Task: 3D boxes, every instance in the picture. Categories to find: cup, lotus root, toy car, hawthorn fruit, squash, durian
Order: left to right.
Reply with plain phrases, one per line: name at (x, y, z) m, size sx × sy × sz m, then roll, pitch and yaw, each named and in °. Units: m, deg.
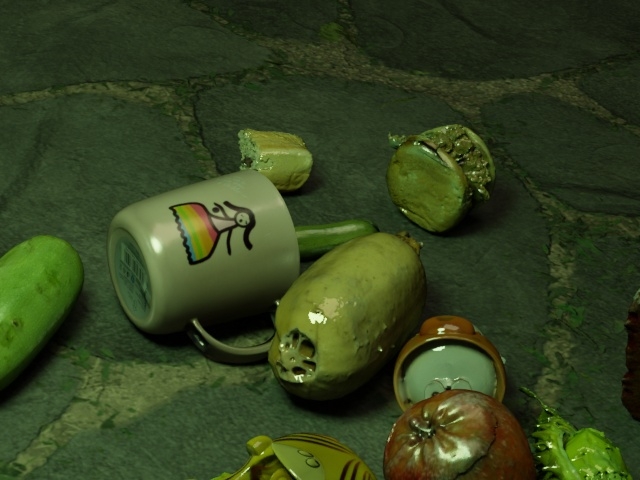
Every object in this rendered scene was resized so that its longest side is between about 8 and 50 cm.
squash at (-0.393, 0.109, 1.942) m, size 0.118 × 0.118 × 0.370 m, roll 15°, pitch 33°, yaw 10°
cup at (-0.147, 0.048, 2.065) m, size 0.200 × 0.191 × 0.253 m, roll -16°, pitch 71°, yaw -29°
toy car at (-0.044, 0.289, 1.696) m, size 0.248 × 0.142 × 0.200 m, roll -21°, pitch 41°, yaw -26°
squash at (0.000, 0.000, 2.277) m, size 0.183 × 0.052 × 0.052 m, roll -8°, pitch 35°, yaw -22°
lotus root at (0.053, 0.084, 2.036) m, size 0.151 × 0.169 × 0.343 m, roll 25°, pitch 35°, yaw 21°
hawthorn fruit at (0.163, 0.255, 1.795) m, size 0.173 × 0.173 × 0.173 m, roll 6°, pitch 31°, yaw -4°
durian at (0.298, 0.280, 1.842) m, size 0.132 × 0.106 × 0.375 m, roll 8°, pitch 35°, yaw -11°

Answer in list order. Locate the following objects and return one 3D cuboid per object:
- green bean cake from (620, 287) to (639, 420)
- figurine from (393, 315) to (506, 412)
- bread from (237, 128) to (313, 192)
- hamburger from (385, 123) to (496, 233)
green bean cake at (0.449, 0.132, 1.996) m, size 0.097 × 0.232 × 0.198 m, roll 20°, pitch 37°, yaw 25°
figurine at (0.164, 0.165, 1.988) m, size 0.143 × 0.143 × 0.271 m, roll 12°, pitch -3°, yaw 6°
bread at (-0.071, -0.119, 2.431) m, size 0.106 × 0.082 × 0.125 m, roll 9°, pitch 19°, yaw -18°
hamburger at (0.174, -0.104, 2.388) m, size 0.185 × 0.159 × 0.131 m, roll 39°, pitch 43°, yaw 9°
